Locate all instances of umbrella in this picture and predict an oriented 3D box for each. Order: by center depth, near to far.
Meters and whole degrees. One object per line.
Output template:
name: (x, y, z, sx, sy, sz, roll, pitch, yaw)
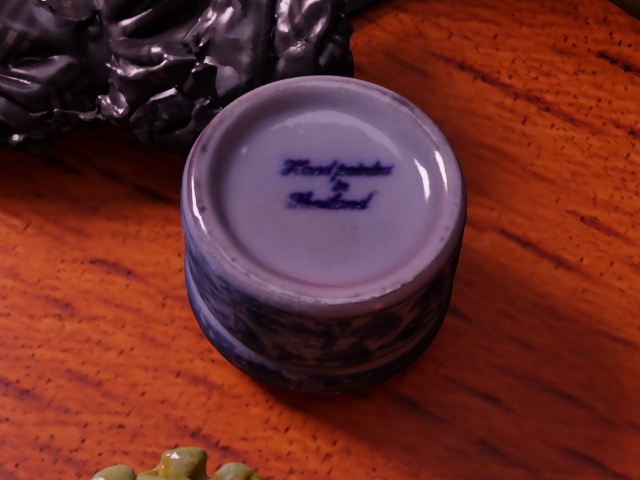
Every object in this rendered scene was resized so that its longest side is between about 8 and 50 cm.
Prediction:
umbrella: (-0.149, -0.120, 1.104, 0.337, 0.128, 0.154, 2, 68, 1)

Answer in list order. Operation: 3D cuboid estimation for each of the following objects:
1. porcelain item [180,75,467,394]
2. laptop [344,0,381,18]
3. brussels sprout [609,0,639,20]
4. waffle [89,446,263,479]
porcelain item: (0.000, 0.000, 1.044, 0.147, 0.114, 0.147, 2, 60, -3)
laptop: (0.005, -0.192, 1.224, 0.180, 0.016, 0.129, -30, 65, -21)
brussels sprout: (0.247, -0.303, 1.156, 0.371, 0.276, 0.314, -29, 68, -21)
waffle: (-0.082, 0.199, 0.950, 0.214, 0.054, 0.208, -28, 60, -26)
